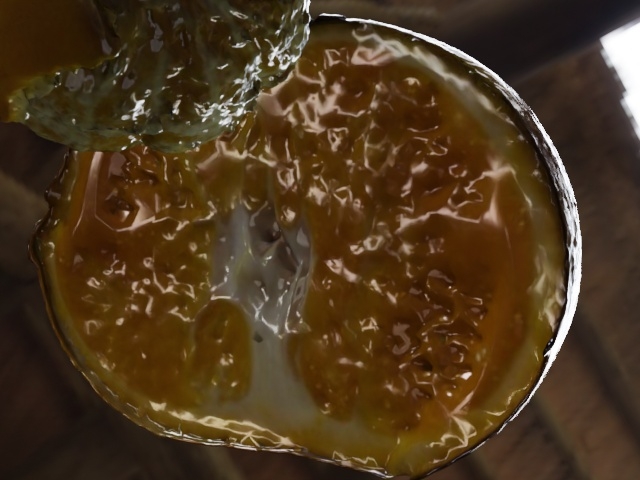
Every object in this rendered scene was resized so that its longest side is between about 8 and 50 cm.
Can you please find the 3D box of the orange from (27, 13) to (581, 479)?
[{"bbox_3d":[0.002,0.003,1.008,0.274,0.310,0.274,0,-91,-30],"label":"orange"}]

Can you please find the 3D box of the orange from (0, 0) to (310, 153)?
[{"bbox_3d":[-0.071,-0.107,0.657,0.156,0.156,0.134,64,168,4],"label":"orange"}]
